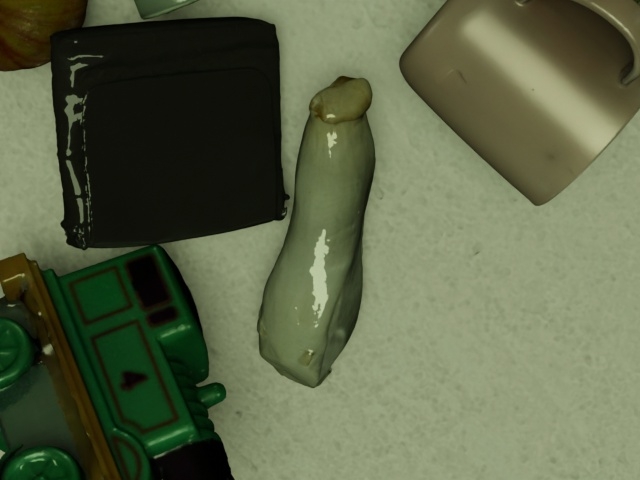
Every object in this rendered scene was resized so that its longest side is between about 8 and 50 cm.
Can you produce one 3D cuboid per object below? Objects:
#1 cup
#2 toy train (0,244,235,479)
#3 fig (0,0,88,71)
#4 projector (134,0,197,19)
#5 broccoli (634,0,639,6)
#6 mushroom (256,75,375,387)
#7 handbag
[{"bbox_3d":[0.209,-0.178,1.414,0.200,0.253,0.191,41,64,-3],"label":"cup"},{"bbox_3d":[-0.212,0.174,1.478,0.249,0.178,0.429,-22,58,-11],"label":"toy train"},{"bbox_3d":[-0.320,-0.247,1.445,0.175,0.207,0.175,4,106,14],"label":"fig"},{"bbox_3d":[-0.189,-0.390,1.455,0.108,0.108,0.337,-20,102,8],"label":"projector"},{"bbox_3d":[0.335,-0.264,1.447,0.146,0.138,0.162,9,141,6],"label":"broccoli"},{"bbox_3d":[0.001,-0.001,1.533,0.097,0.109,0.351,19,111,26],"label":"mushroom"},{"bbox_3d":[-0.153,-0.111,1.492,0.247,0.080,0.223,-9,107,-29],"label":"handbag"}]
